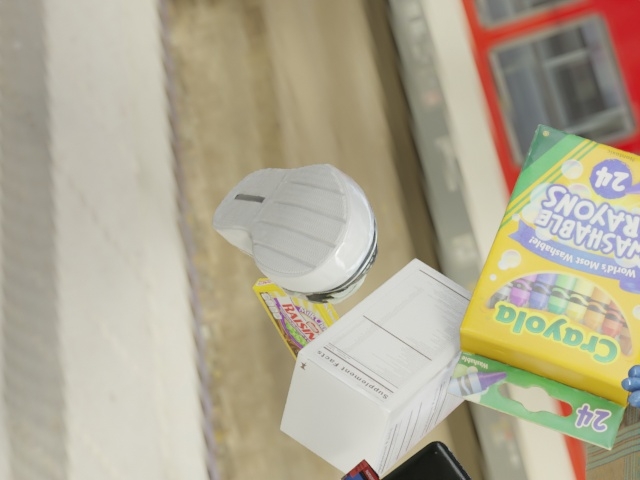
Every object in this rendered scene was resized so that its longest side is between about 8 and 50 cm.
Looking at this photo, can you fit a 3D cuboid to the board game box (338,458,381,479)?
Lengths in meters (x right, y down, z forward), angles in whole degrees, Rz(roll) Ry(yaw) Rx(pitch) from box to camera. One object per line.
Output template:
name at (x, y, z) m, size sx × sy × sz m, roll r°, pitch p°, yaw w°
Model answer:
board game box at (0.010, 0.292, 1.919) m, size 0.027 × 0.145 × 0.281 m, roll 49°, pitch -2°, yaw -4°

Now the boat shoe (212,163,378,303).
boat shoe at (0.000, 0.000, 1.846) m, size 0.119 × 0.121 × 0.335 m, roll 39°, pitch -3°, yaw -19°

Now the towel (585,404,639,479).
towel at (0.359, 0.342, 2.201) m, size 0.271 × 0.040 × 0.370 m, roll 139°, pitch -43°, yaw -72°

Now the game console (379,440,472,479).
game console at (0.096, 0.248, 1.618) m, size 0.122 × 0.107 × 0.071 m, roll 53°, pitch 0°, yaw 16°

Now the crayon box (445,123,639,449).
crayon box at (0.289, 0.049, 2.184) m, size 0.083 × 0.203 × 0.323 m, roll 76°, pitch 34°, yaw -69°

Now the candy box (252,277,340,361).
candy box at (-0.008, 0.136, 2.740) m, size 0.206 × 0.105 × 0.027 m, roll 60°, pitch 44°, yaw -25°

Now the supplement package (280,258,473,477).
supplement package at (0.084, 0.154, 2.286) m, size 0.244 × 0.139 × 0.134 m, roll -36°, pitch 150°, yaw -42°

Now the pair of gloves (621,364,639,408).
pair of gloves at (0.302, 0.182, 1.506) m, size 0.159 × 0.023 × 0.198 m, roll 35°, pitch 24°, yaw -52°
